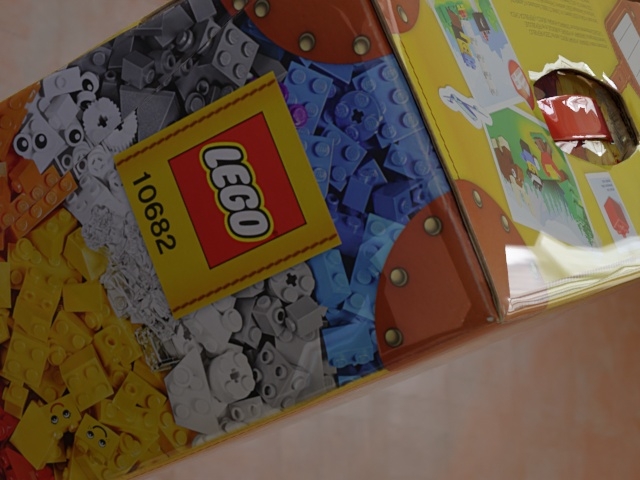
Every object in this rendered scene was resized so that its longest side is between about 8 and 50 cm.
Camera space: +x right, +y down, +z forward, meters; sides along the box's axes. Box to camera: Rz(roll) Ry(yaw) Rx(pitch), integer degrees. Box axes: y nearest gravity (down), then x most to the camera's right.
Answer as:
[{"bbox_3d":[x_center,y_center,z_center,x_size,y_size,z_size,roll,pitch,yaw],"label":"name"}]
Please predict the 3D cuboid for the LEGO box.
[{"bbox_3d":[0.000,0.000,0.902,0.500,0.373,0.193,-9,76,-63],"label":"LEGO box"}]
